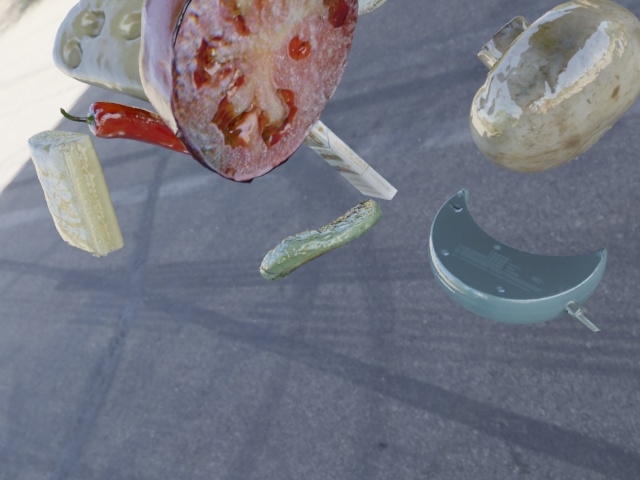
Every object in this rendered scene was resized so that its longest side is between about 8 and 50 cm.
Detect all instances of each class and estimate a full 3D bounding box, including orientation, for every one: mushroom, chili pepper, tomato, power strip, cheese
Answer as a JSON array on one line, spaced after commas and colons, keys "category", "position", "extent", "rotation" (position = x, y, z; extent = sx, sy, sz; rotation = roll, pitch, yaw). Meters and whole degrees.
[{"category": "mushroom", "position": [0.299, -0.219, 0.971], "extent": [0.254, 0.189, 0.195], "rotation": [-37, 75, -3]}, {"category": "chili pepper", "position": [-0.327, -0.201, 1.333], "extent": [0.071, 0.272, 0.063], "rotation": [-51, 44, 34]}, {"category": "tomato", "position": [-0.063, -0.158, 0.584], "extent": [0.085, 0.225, 0.225], "rotation": [26, 70, 24]}, {"category": "power strip", "position": [0.205, 0.028, 0.796], "extent": [0.216, 0.044, 0.137], "rotation": [30, 57, 31]}, {"category": "cheese", "position": [-0.281, -0.398, 1.313], "extent": [0.328, 0.130, 0.350], "rotation": [30, 95, 27]}]

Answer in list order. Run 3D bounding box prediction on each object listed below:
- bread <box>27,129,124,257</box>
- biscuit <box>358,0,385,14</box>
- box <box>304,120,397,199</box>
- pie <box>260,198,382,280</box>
[{"category": "bread", "position": [-0.361, -0.069, 1.106], "extent": [0.140, 0.178, 0.060], "rotation": [10, 33, 41]}, {"category": "biscuit", "position": [0.115, -0.569, 1.688], "extent": [0.152, 0.020, 0.152], "rotation": [-23, 52, 32]}, {"category": "box", "position": [0.044, -0.160, 1.487], "extent": [0.032, 0.220, 0.122], "rotation": [-54, 26, -7]}, {"category": "pie", "position": [0.000, 0.000, 1.279], "extent": [0.241, 0.054, 0.240], "rotation": [-28, -1, -1]}]
